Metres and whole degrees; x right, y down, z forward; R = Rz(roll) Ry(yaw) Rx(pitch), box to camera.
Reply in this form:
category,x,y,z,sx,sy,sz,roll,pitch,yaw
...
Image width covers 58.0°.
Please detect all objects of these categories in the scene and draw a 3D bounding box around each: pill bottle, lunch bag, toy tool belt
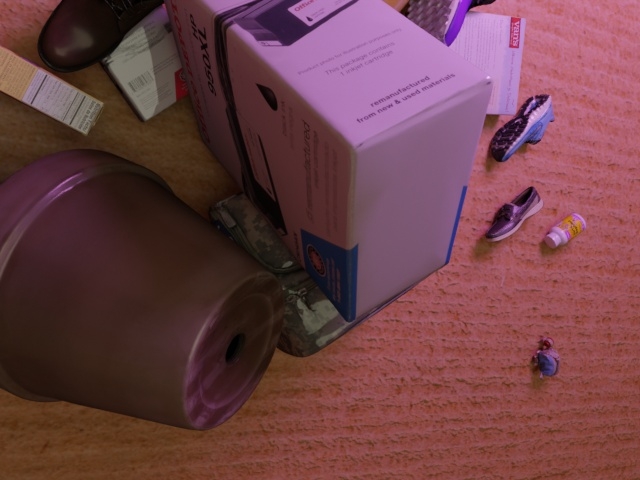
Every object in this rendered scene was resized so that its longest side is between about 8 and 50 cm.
category,x,y,z,sx,sy,sz,roll,pitch,yaw
pill bottle,0.506,-0.018,1.197,0.083,0.043,0.043,-33,113,-14
lunch bag,0.000,0.000,0.895,0.305,0.212,0.256,-31,94,-17
toy tool belt,0.486,0.256,1.245,0.051,0.052,0.083,-24,110,-26

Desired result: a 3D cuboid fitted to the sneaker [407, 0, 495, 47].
category,x,y,z,sx,sy,sz,roll,pitch,yaw
sneaker,0.236,-0.411,0.921,0.146,0.102,0.294,23,70,-31

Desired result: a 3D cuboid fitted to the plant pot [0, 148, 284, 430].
category,x,y,z,sx,sy,sz,roll,pitch,yaw
plant pot,-0.207,0.080,0.696,0.323,0.280,0.323,-48,149,-42

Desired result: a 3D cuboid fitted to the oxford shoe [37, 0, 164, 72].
category,x,y,z,sx,sy,sz,roll,pitch,yaw
oxford shoe,-0.251,-0.293,0.702,0.227,0.096,0.083,-45,115,-8

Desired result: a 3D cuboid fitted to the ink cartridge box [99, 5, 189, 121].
category,x,y,z,sx,sy,sz,roll,pitch,yaw
ink cartridge box,-0.246,-0.258,0.799,0.109,0.063,0.151,-37,112,-13

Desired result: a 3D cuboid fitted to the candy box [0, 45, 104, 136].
category,x,y,z,sx,sy,sz,roll,pitch,yaw
candy box,-0.374,-0.201,0.730,0.186,0.109,0.053,29,89,-27

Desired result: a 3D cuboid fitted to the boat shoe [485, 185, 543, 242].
category,x,y,z,sx,sy,sz,roll,pitch,yaw
boat shoe,0.372,-0.052,1.128,0.152,0.056,0.049,-37,109,-23

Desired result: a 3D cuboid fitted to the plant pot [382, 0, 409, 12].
category,x,y,z,sx,sy,sz,roll,pitch,yaw
plant pot,0.060,-0.419,0.814,0.253,0.254,0.239,22,108,-26

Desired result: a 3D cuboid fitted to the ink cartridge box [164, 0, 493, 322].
category,x,y,z,sx,sy,sz,roll,pitch,yaw
ink cartridge box,-0.015,-0.146,0.690,0.166,0.395,0.286,-28,146,-19

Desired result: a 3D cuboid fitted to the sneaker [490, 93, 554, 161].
category,x,y,z,sx,sy,sz,roll,pitch,yaw
sneaker,0.394,-0.202,1.097,0.162,0.063,0.073,-45,118,-9

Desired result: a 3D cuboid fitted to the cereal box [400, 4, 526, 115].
category,x,y,z,sx,sy,sz,roll,pitch,yaw
cereal box,0.248,-0.311,1.015,0.240,0.047,0.173,-2,103,-24
